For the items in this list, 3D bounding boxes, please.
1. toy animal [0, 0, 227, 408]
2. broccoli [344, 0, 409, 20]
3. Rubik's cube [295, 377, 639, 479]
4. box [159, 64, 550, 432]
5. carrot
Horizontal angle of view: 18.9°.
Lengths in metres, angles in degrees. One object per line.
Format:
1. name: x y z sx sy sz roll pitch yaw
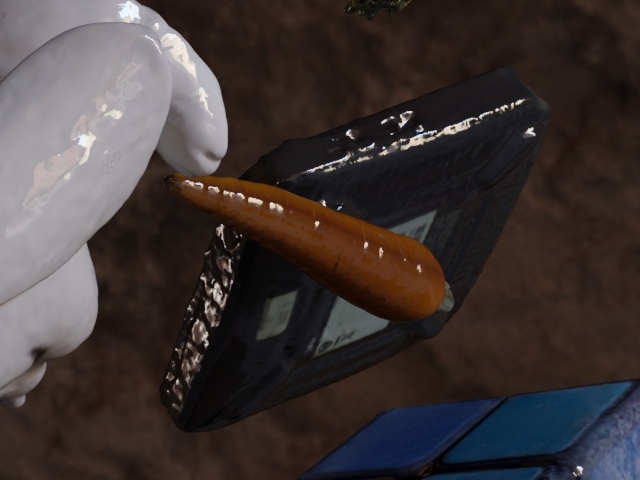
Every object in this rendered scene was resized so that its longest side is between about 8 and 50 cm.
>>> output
1. toy animal: -0.211 -0.020 1.097 0.272 0.265 0.206 -5 -43 35
2. broccoli: 0.069 -0.369 2.045 0.288 0.245 0.248 18 -51 5
3. Rubik's cube: 0.134 0.320 1.554 0.316 0.313 0.318 -11 16 42
4. box: 0.028 0.014 1.740 0.350 0.091 0.359 -22 -32 -37
5. carrot: 0.000 0.000 1.450 0.069 0.069 0.336 -21 -31 33
